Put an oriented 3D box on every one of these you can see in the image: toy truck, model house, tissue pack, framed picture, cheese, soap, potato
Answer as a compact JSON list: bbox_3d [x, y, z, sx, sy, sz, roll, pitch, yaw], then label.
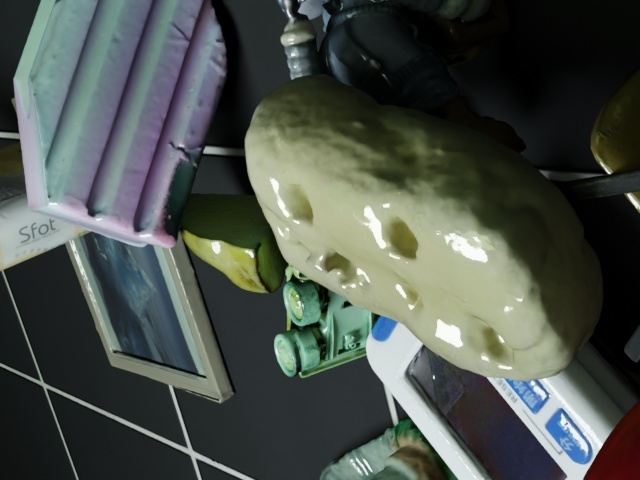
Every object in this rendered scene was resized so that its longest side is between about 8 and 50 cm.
[{"bbox_3d":[0.002,-0.001,1.048,0.135,0.128,0.259,48,145,43],"label":"toy truck"},{"bbox_3d":[0.007,0.359,1.103,0.194,0.325,0.267,55,145,7],"label":"model house"},{"bbox_3d":[-0.429,-0.045,1.429,0.186,0.222,0.090,33,134,37],"label":"tissue pack"},{"bbox_3d":[-0.283,0.001,1.491,0.326,0.028,0.446,4,116,51],"label":"framed picture"},{"bbox_3d":[0.061,-0.004,0.704,0.263,0.093,0.159,25,147,39],"label":"cheese"},{"bbox_3d":[-0.204,-0.172,1.097,0.109,0.193,0.324,6,77,58],"label":"soap"},{"bbox_3d":[-0.102,0.011,1.128,0.120,0.149,0.081,1,115,11],"label":"potato"}]

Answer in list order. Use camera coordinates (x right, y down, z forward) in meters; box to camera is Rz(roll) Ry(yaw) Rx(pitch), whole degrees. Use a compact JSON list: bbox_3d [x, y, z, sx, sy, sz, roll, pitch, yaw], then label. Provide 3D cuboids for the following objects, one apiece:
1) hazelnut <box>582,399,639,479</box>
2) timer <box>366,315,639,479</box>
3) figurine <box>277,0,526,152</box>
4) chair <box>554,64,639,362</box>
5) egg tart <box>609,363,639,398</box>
[{"bbox_3d":[0.332,0.219,0.565,0.359,0.359,0.409,4,148,51],"label":"hazelnut"},{"bbox_3d":[0.152,0.122,0.839,0.253,0.078,0.178,52,142,22],"label":"timer"},{"bbox_3d":[0.028,-0.214,0.810,0.261,0.186,0.382,-33,87,50],"label":"figurine"},{"bbox_3d":[0.245,-0.039,0.614,0.172,0.159,0.247,53,165,9],"label":"chair"},{"bbox_3d":[0.269,0.189,0.857,0.212,0.090,0.212,28,131,37],"label":"egg tart"}]
